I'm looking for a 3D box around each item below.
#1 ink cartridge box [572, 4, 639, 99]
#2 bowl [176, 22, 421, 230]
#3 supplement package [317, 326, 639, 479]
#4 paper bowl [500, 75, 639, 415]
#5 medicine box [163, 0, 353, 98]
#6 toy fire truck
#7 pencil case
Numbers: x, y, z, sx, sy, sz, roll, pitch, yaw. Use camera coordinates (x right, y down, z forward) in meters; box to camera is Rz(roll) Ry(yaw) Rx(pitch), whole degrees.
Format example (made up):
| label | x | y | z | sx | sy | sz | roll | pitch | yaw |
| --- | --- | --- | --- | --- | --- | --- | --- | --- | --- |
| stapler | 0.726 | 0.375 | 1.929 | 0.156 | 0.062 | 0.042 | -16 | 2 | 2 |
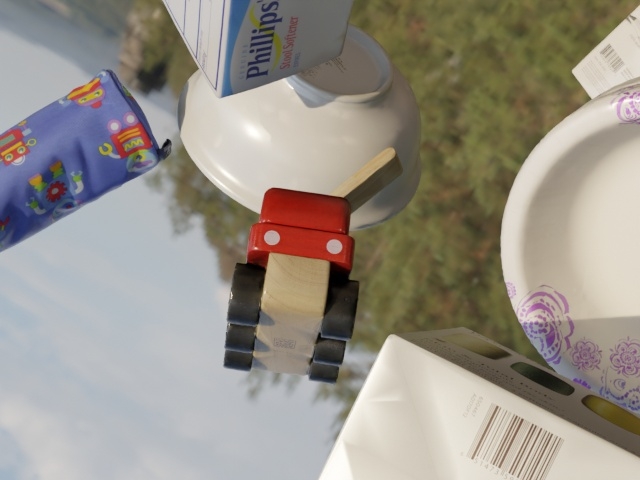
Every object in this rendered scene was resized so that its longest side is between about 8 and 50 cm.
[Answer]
| label | x | y | z | sx | sy | sz | roll | pitch | yaw |
| --- | --- | --- | --- | --- | --- | --- | --- | --- | --- |
| ink cartridge box | 0.333 | -0.174 | 1.306 | 0.056 | 0.135 | 0.099 | 5 | -132 | -51 |
| bowl | -0.004 | -0.162 | 1.508 | 0.297 | 0.134 | 0.298 | 13 | -137 | -12 |
| supplement package | 0.118 | 0.189 | 0.908 | 0.199 | 0.198 | 0.262 | 26 | -176 | 15 |
| paper bowl | 0.303 | 0.001 | 1.093 | 0.284 | 0.284 | 0.148 | 32 | -151 | 14 |
| medicine box | -0.088 | -0.335 | 1.277 | 0.289 | 0.149 | 0.263 | 61 | 162 | 20 |
| toy fire truck | 0.000 | 0.000 | 1.318 | 0.158 | 0.246 | 0.217 | 8 | 157 | -2 |
| pencil case | -0.322 | -0.065 | 1.480 | 0.119 | 0.306 | 0.133 | 48 | 168 | 40 |
